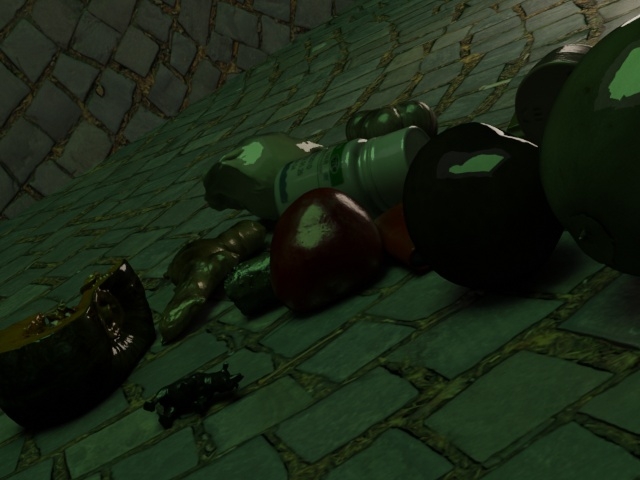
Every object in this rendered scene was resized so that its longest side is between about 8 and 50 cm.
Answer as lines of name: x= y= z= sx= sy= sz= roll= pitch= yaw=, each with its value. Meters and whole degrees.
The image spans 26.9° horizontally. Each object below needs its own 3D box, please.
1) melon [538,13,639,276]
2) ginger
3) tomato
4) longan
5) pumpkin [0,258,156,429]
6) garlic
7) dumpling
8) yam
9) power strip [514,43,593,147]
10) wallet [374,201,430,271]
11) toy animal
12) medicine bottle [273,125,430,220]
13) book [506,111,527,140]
melon: x=0.372 y=-0.102 z=1.350 sx=0.330 sy=0.268 sz=0.268 roll=-37 pitch=18 yaw=-14
ginger: x=-0.186 y=0.053 z=2.113 sx=0.147 sy=0.081 sz=0.334 roll=-6 pitch=22 yaw=14
tomato: x=-0.008 y=-0.002 z=1.832 sx=0.166 sy=0.082 sz=0.174 roll=-26 pitch=55 yaw=5
longan: x=0.196 y=-0.040 z=1.580 sx=0.212 sy=0.198 sz=0.198 roll=3 pitch=32 yaw=39
pumpkin: x=-0.376 y=0.157 z=1.973 sx=0.190 sy=0.139 sz=0.280 roll=-20 pitch=16 yaw=20
garlic: x=0.125 y=-0.184 z=2.307 sx=0.159 sy=0.102 sz=0.147 roll=-10 pitch=7 yaw=16
dumpling: x=-0.087 y=-0.101 z=2.323 sx=0.258 sy=0.147 sz=0.193 roll=-8 pitch=-26 yaw=-19
yam: x=-0.050 y=0.044 z=1.916 sx=0.179 sy=0.078 sz=0.078 roll=-24 pitch=16 yaw=9
power strip: x=0.356 y=-0.192 z=1.877 sx=0.154 sy=0.154 sz=0.078 roll=-15 pitch=17 yaw=36
wallet: x=0.148 y=-0.019 z=1.849 sx=0.142 sy=0.045 sz=0.204 roll=-30 pitch=16 yaw=-10
toy animal: x=-0.153 y=0.189 z=1.682 sx=0.135 sy=0.047 sz=0.065 roll=-26 pitch=7 yaw=25
medicine bottle: x=0.057 y=-0.087 z=2.037 sx=0.236 sy=0.139 sz=0.139 roll=-19 pitch=18 yaw=32
book: x=0.473 y=-0.258 z=2.098 sx=0.352 sy=0.035 sz=0.239 roll=-20 pitch=16 yaw=23
